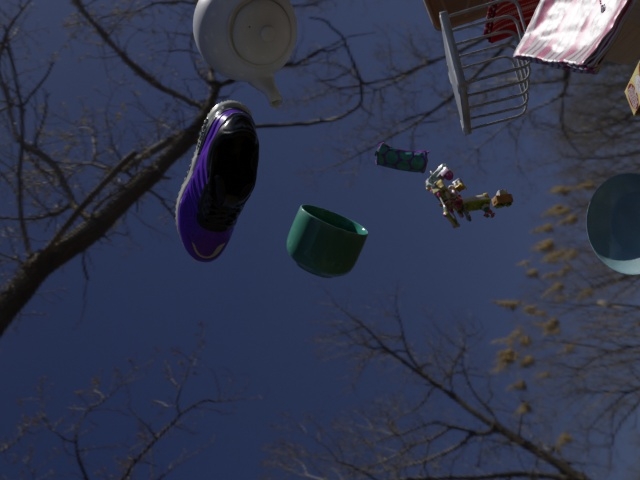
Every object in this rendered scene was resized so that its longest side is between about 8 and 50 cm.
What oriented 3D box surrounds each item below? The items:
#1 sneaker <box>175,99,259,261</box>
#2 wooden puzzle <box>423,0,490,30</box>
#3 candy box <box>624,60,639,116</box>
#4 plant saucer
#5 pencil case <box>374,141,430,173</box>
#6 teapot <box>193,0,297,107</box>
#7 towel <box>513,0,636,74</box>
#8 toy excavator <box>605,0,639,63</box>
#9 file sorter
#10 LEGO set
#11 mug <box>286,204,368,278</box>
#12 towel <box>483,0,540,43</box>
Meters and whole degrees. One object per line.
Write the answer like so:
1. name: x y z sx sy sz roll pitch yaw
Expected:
1. sneaker: -0.171 -0.078 1.137 0.102 0.146 0.293 5 -65 -25
2. wooden puzzle: 0.471 -0.850 2.178 0.080 0.348 0.322 96 156 -79
3. candy box: 0.831 -0.415 1.514 0.316 0.183 0.087 80 -176 -63
4. plant saucer: 0.598 -0.032 1.286 0.038 0.195 0.194 -6 -82 -29
5. pencil case: 0.234 -0.238 1.948 0.064 0.152 0.070 -61 -19 -66
6. teapot: -0.150 -0.470 1.490 0.256 0.187 0.252 30 -87 -32
7. towel: 0.341 -0.305 0.913 0.029 0.197 0.144 19 -76 -22
8. toy excavator: 0.433 -0.559 1.182 0.445 0.222 0.433 33 -124 -1
9. file sorter: 0.397 -0.407 1.605 0.277 0.173 0.192 45 -147 -70
10. LEGO set: 0.395 -0.093 1.802 0.287 0.132 0.107 18 -142 -31
11. mug: 0.008 0.004 1.189 0.158 0.130 0.097 -61 -7 -78
12. towel: 0.491 -0.609 1.597 0.199 0.031 0.274 -21 -37 -14
